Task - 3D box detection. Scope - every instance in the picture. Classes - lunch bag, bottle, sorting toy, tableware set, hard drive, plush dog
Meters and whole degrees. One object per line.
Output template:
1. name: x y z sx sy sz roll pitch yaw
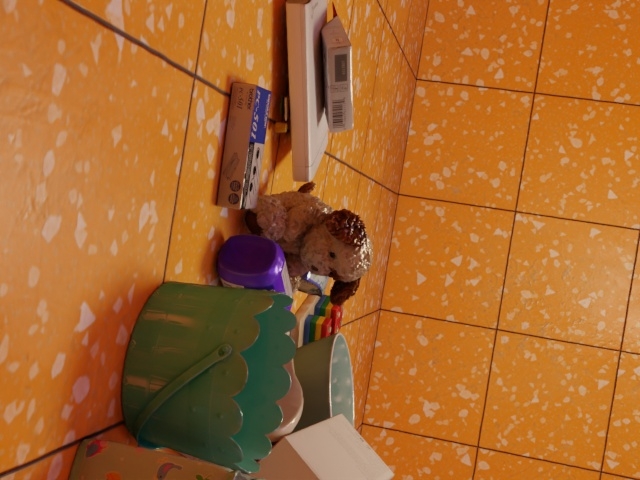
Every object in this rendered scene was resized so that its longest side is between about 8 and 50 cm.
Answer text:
1. lunch bag: -0.211 0.396 1.059 0.160 0.223 0.262 55 47 -65
2. bottle: -0.109 0.101 1.564 0.283 0.118 0.092 80 22 -55
3. lunch bag: -0.021 0.050 1.995 0.151 0.096 0.129 92 10 -74
4. sorting toy: -0.008 0.280 2.243 0.257 0.089 0.256 -52 149 -67
5. tableware set: -0.066 -0.245 1.723 0.154 0.024 0.104 -60 152 -72
6. hard drive: -0.022 -0.327 1.741 0.233 0.047 0.353 -71 162 -61
7. plush dog: 0.000 0.000 1.633 0.210 0.225 0.262 -47 152 -30

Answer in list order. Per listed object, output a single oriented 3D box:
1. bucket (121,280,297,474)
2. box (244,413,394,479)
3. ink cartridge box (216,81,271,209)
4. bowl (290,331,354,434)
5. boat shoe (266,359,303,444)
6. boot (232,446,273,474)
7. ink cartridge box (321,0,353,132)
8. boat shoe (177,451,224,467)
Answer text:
1. bucket: -0.157 0.193 1.260 0.281 0.183 0.281 9 90 -77
2. box: -0.027 0.472 1.602 0.215 0.168 0.345 -45 164 9
3. ink cartridge box: -0.128 -0.158 1.458 0.097 0.046 0.207 -18 116 -78
4. bowl: -0.024 0.371 1.978 0.311 0.163 0.312 -5 90 -79
5. boat shoe: -0.103 0.329 1.644 0.340 0.127 0.158 -88 -174 -70
6. boot: -0.137 0.497 1.812 0.270 0.089 0.236 81 21 -52
7. ink cartridge box: 0.023 -0.361 1.777 0.232 0.066 0.189 -110 -167 -51
8. boat shoe: -0.178 0.353 1.482 0.277 0.096 0.098 70 30 -67
